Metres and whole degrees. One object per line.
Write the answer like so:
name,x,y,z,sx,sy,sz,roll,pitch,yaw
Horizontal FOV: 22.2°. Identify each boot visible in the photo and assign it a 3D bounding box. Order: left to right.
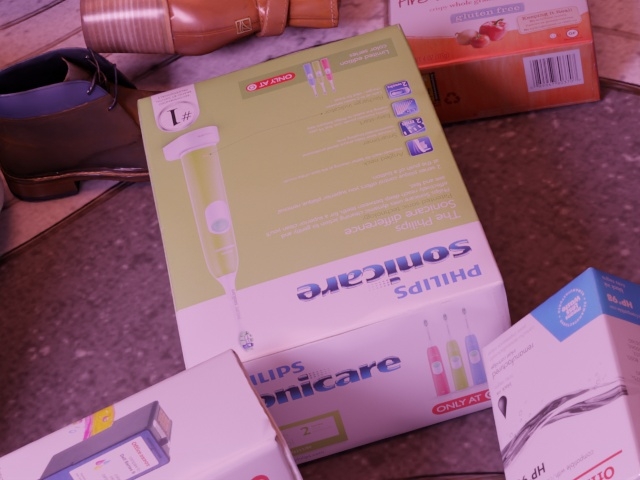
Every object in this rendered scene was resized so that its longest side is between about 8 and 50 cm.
boot,-0.162,-0.105,1.303,0.219,0.106,0.082,-16,44,2
boot,-0.088,-0.260,1.440,0.220,0.109,0.283,-4,34,3

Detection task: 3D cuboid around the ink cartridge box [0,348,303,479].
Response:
ink cartridge box,-0.110,0.182,0.968,0.212,0.154,0.093,-25,43,-6

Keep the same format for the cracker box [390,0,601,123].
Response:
cracker box,0.137,-0.200,1.330,0.156,0.067,0.232,-9,44,9

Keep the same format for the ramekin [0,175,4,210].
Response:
ramekin,-0.399,-0.049,1.266,0.277,0.135,0.277,-12,32,7

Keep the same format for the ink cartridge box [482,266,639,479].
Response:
ink cartridge box,0.162,0.120,0.959,0.104,0.060,0.180,-42,40,37

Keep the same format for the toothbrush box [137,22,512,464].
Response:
toothbrush box,0.000,0.000,1.137,0.206,0.122,0.283,-17,43,0
